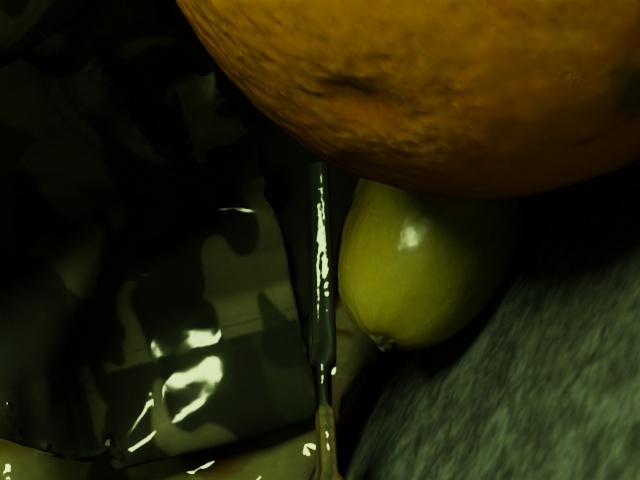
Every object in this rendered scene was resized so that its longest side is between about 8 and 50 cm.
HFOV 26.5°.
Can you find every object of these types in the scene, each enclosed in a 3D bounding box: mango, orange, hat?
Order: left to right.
[{"bbox_3d":[-0.111,-0.085,0.762,0.382,0.257,0.366,-93,-13,-49],"label":"hat"},{"bbox_3d":[0.067,-0.027,0.792,0.137,0.091,0.237,-54,7,27],"label":"mango"},{"bbox_3d":[0.066,-0.170,0.563,0.312,0.312,0.312,-58,9,15],"label":"orange"}]

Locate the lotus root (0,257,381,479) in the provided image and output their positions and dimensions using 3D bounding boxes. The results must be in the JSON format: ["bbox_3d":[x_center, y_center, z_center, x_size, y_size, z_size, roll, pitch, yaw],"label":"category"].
[{"bbox_3d":[-0.138,0.105,0.901,0.250,0.316,0.316,114,-179,-60],"label":"lotus root"}]

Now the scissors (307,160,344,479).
[{"bbox_3d":[0.002,0.064,0.740,0.088,0.017,0.220,107,162,-79],"label":"scissors"}]
